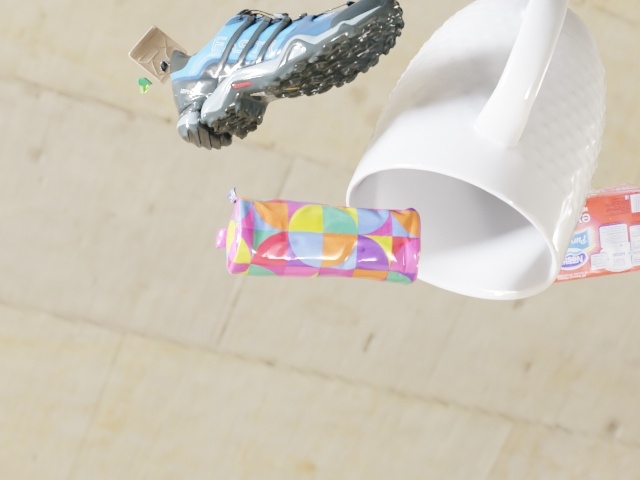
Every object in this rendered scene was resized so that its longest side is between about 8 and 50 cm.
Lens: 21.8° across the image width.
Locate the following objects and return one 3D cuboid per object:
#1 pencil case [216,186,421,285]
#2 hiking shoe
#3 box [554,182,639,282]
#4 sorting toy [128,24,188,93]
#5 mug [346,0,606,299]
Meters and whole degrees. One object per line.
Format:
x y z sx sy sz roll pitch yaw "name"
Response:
0.000 0.000 1.946 0.236 0.104 0.104 5 -155 -9 "pencil case"
-0.052 -0.227 1.923 0.113 0.304 0.132 28 -141 -64 "hiking shoe"
0.386 -0.009 2.590 0.257 0.128 0.122 -8 -172 -9 "box"
-0.220 -0.233 2.171 0.062 0.083 0.012 41 162 -8 "sorting toy"
0.223 -0.158 2.025 0.276 0.374 0.328 23 -117 3 "mug"
